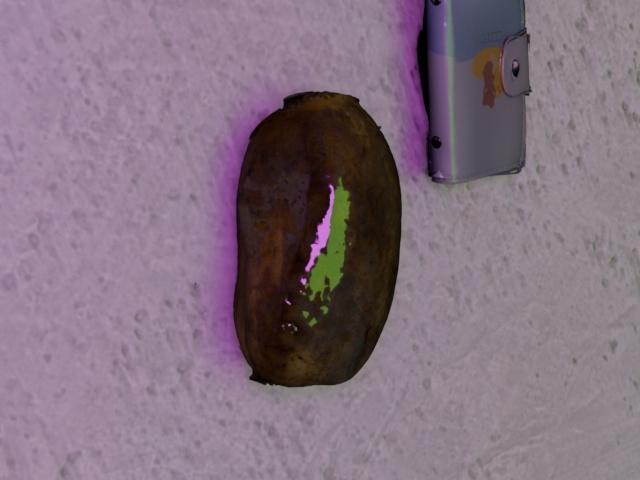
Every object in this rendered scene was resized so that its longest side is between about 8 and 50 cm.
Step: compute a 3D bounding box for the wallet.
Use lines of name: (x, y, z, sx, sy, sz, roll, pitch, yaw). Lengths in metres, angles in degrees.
wallet: (0.155, -0.178, 1.526, 0.170, 0.069, 0.231, -17, 109, -50)

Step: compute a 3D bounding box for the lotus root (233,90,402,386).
lotus root: (0.000, 0.000, 1.384, 0.152, 0.160, 0.275, 2, 94, -24)
